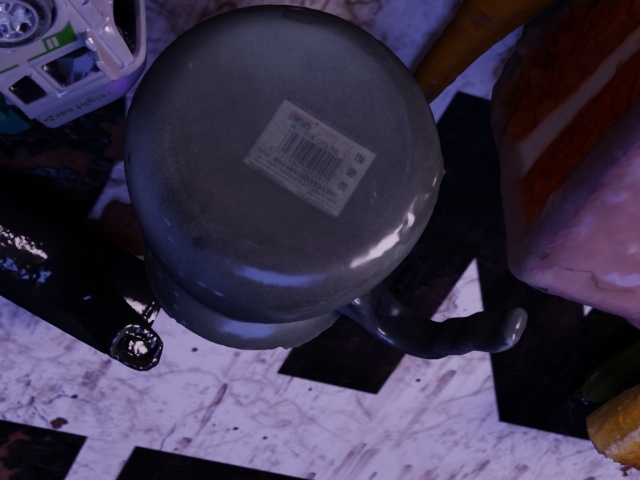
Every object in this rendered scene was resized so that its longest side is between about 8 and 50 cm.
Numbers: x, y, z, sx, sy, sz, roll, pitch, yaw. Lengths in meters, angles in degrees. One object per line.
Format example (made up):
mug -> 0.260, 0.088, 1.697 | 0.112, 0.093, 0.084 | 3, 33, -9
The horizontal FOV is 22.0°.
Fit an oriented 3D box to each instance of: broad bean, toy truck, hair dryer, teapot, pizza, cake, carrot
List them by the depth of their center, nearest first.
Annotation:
toy truck -> -0.296, -0.131, 1.180 | 0.363, 0.176, 0.178 | -25, 142, 20
cake -> 0.296, -0.101, 1.211 | 0.230, 0.237, 0.309 | 21, 130, -26
carrot -> 0.132, -0.175, 1.256 | 0.061, 0.061, 0.257 | 21, 141, -25
teapot -> -0.004, -0.022, 1.261 | 0.305, 0.223, 0.285 | 4, 160, -9
hair dryer -> -0.189, 0.043, 1.331 | 0.197, 0.251, 0.089 | 34, 88, -31
broad bean -> 0.346, 0.088, 1.558 | 0.297, 0.043, 0.060 | -33, 148, 28
pizza -> 0.390, 0.157, 1.587 | 0.289, 0.081, 0.229 | -21, 148, -2
